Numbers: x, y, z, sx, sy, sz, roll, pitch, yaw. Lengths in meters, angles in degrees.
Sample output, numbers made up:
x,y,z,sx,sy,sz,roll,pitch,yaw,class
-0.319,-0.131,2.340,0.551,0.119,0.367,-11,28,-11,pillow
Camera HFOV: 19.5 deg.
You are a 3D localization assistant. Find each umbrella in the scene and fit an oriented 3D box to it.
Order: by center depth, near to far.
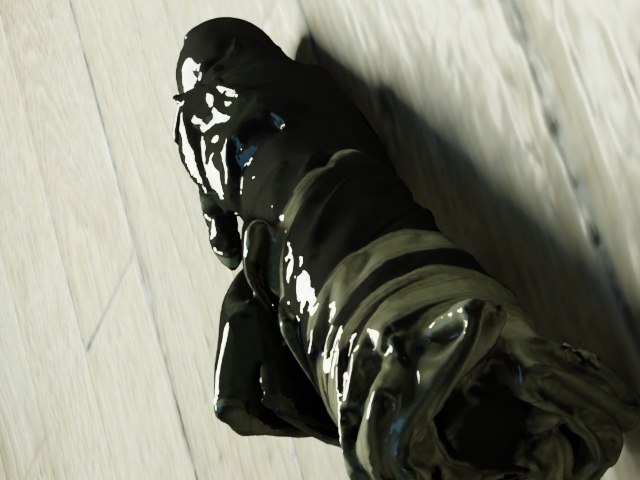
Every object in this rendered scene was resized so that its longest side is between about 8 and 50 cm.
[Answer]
x,y,z,sx,sy,sz,roll,pitch,yaw,class
0.003,0.004,0.761,0.106,0.113,0.358,-60,30,15,umbrella
